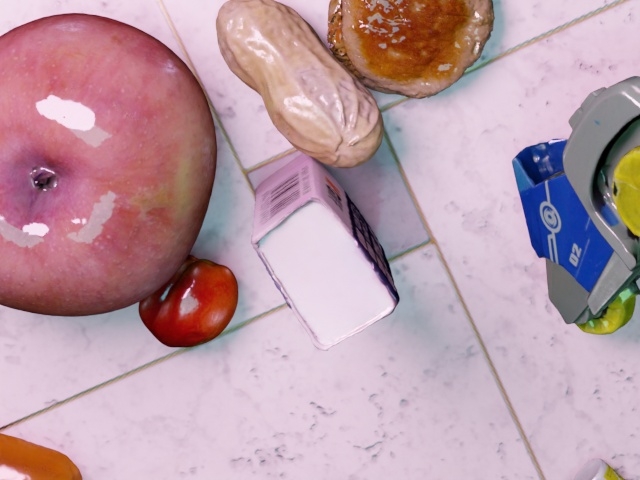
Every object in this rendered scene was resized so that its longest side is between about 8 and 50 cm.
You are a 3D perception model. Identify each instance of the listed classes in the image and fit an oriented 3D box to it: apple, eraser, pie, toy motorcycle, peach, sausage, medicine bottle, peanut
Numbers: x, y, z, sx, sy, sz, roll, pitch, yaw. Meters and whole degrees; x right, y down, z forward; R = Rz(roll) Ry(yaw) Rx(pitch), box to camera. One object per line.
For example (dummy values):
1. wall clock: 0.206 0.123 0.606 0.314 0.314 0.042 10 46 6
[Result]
1. apple: -0.239 -0.064 1.444 0.306 0.235 0.305 1 105 3
2. eraser: 0.000 0.000 1.435 0.086 0.287 0.130 -34 102 6
3. pie: 0.090 -0.233 1.479 0.163 0.079 0.193 4 106 -4
4. toy motorcycle: 0.291 -0.051 1.459 0.200 0.191 0.326 54 143 14
5. peach: -0.135 0.065 1.555 0.101 0.100 0.100 0 106 1
6. sausage: -0.371 0.248 1.610 0.238 0.098 0.098 14 105 -2
7. medicine bottle: 0.315 0.277 1.631 0.083 0.047 0.047 41 102 -10
8. peanut: -0.025 -0.156 1.473 0.214 0.099 0.090 50 146 18
